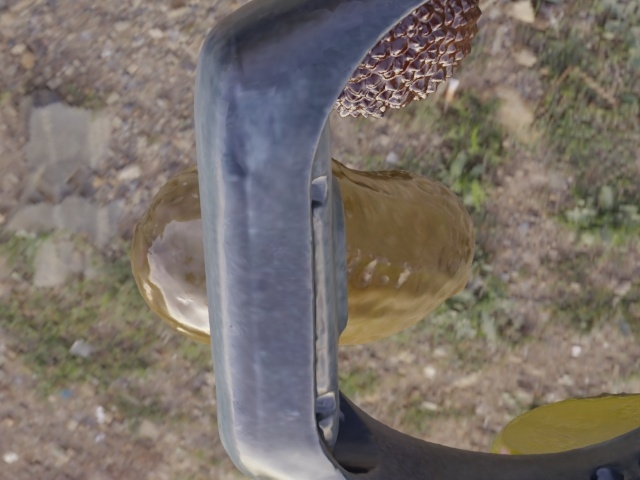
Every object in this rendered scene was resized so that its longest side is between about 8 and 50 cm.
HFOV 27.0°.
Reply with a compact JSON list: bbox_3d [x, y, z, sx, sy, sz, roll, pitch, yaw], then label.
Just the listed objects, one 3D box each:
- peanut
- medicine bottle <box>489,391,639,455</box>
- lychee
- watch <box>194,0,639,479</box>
[{"bbox_3d":[0.000,0.000,0.671,0.095,0.226,0.108,-48,59,31],"label":"peanut"},{"bbox_3d":[0.160,0.196,0.691,0.122,0.122,0.212,-5,100,19],"label":"medicine bottle"},{"bbox_3d":[0.035,-0.140,0.854,0.123,0.123,0.129,38,107,-7],"label":"lychee"},{"bbox_3d":[0.063,-0.002,0.385,0.193,0.068,0.206,-4,119,-5],"label":"watch"}]
